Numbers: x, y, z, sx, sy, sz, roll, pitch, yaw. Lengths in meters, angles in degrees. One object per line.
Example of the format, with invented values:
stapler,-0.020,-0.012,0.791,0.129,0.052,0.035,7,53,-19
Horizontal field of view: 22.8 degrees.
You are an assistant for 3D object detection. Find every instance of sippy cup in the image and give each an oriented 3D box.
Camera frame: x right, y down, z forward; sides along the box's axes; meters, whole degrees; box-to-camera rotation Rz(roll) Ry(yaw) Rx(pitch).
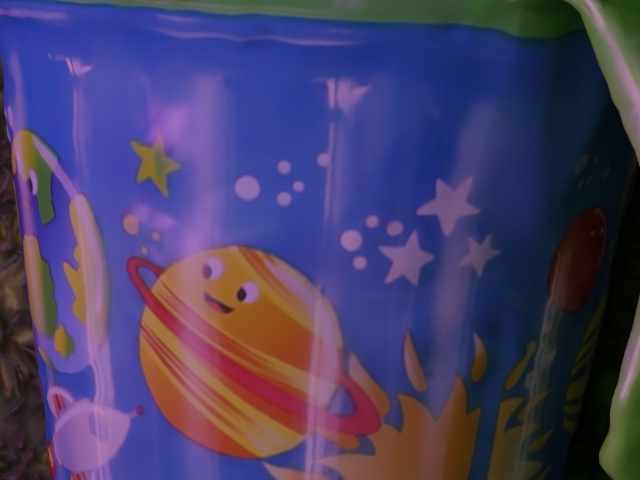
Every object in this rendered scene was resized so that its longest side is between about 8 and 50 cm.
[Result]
sippy cup,0.000,0.000,0.526,0.240,0.305,0.224,2,99,-1
